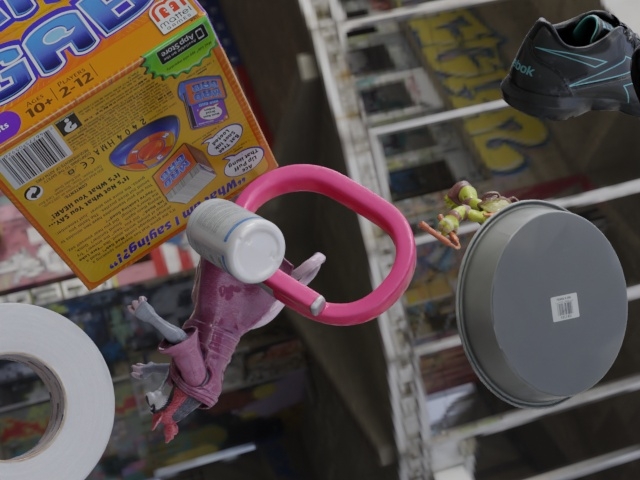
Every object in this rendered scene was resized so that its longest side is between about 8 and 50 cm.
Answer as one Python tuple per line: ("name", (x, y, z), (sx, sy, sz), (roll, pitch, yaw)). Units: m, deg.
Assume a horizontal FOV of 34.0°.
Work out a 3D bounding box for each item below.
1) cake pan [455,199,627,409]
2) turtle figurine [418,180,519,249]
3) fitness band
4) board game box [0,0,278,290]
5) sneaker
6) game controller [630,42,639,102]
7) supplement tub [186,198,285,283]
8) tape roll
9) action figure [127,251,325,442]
("cake pan", (0.316, 0.088, 1.439), (0.054, 0.293, 0.293), (-6, -82, 59))
("turtle figurine", (0.277, -0.042, 1.738), (0.217, 0.270, 0.087), (-118, -144, -70))
("fitness band", (0.000, 0.000, 1.514), (0.291, 0.209, 0.054), (33, -21, 26))
("board game box", (-0.339, -0.221, 1.576), (0.356, 0.357, 0.356), (52, -8, 34))
("sneaker", (0.333, -0.195, 1.166), (0.101, 0.267, 0.106), (-126, -143, -50))
("game controller", (0.375, -0.045, 0.877), (0.319, 0.166, 0.067), (62, -25, 1))
("supplement tub", (-0.092, -0.001, 1.126), (0.107, 0.071, 0.071), (29, -47, 54))
("tape roll", (-0.335, 0.178, 1.112), (0.072, 0.219, 0.219), (-24, -101, 62))
("action figure", (-0.177, 0.165, 1.742), (0.248, 0.276, 0.370), (102, 6, -73))
